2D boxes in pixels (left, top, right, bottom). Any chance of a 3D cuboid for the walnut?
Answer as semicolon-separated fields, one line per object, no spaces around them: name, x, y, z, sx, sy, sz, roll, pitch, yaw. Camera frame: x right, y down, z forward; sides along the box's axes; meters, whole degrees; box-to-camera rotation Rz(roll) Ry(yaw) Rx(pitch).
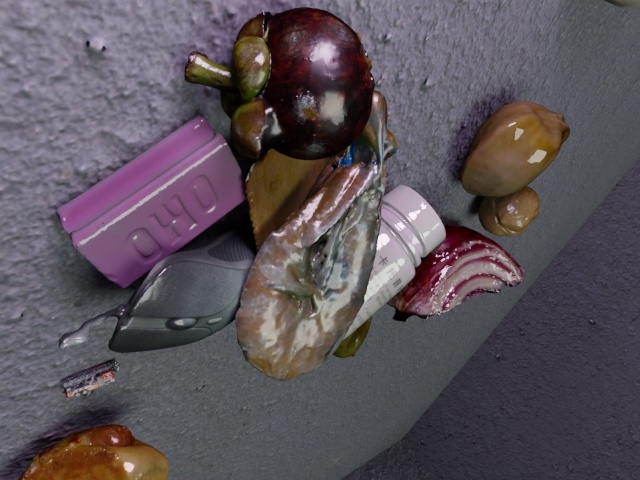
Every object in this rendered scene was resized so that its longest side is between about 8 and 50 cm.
walnut;0.489;-0.082;1.355;0.167;0.149;0.166;-34;-176;2

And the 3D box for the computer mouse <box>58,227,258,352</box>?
computer mouse;-0.173;0.085;0.682;0.167;0.090;0.379;-57;167;22

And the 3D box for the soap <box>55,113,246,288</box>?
soap;-0.188;-0.044;0.613;0.203;0.065;0.122;-39;151;-11

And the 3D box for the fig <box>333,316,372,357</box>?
fig;0.041;0.164;1.096;0.144;0.154;0.165;-2;102;0

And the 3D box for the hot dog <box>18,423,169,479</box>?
hot dog;-0.391;0.396;0.838;0.257;0.153;0.150;-38;155;-7

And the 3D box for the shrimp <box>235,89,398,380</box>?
shrimp;0.000;0.000;0.751;0.221;0.110;0.445;9;103;-42

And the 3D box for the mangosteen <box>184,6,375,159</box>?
mangosteen;-0.029;-0.162;0.571;0.184;0.172;0.172;-36;150;-12

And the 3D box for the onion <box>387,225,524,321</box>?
onion;0.239;0.033;1.104;0.315;0.280;0.146;-23;119;-25

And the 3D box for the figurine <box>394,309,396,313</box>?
figurine;0.262;0.118;1.365;0.178;0.114;0.145;-45;159;28

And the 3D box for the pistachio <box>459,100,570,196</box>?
pistachio;0.386;-0.175;1.093;0.213;0.162;0.260;-5;150;-21

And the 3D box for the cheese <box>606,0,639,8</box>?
cheese;0.561;-0.499;0.888;0.189;0.154;0.198;-7;134;-55

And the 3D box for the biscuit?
biscuit;-0.025;-0.083;0.753;0.232;0.013;0.236;-50;156;-31

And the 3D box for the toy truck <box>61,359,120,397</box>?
toy truck;-0.346;0.210;0.784;0.083;0.024;0.031;-15;111;-37

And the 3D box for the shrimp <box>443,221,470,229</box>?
shrimp;0.326;0.006;1.338;0.150;0.068;0.249;-39;153;6

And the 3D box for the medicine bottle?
medicine bottle;0.078;0.040;0.954;0.293;0.170;0.170;-40;151;-8
